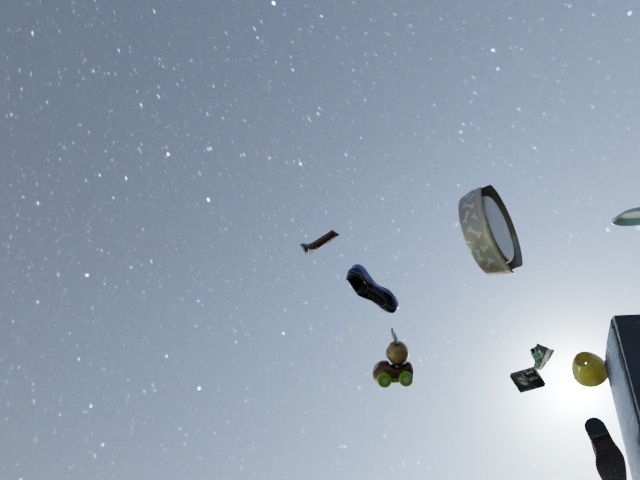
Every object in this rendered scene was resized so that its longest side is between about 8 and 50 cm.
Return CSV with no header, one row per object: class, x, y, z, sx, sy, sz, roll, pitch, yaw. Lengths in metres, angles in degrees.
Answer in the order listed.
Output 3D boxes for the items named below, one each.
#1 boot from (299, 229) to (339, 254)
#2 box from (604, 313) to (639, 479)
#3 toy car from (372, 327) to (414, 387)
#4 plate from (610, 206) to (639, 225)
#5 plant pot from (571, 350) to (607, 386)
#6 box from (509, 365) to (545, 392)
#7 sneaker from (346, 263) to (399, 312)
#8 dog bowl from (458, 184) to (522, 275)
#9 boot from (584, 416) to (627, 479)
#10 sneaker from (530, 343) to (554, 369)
boot,0.000,0.000,1.613,0.114,0.037,0.106,-30,-6,0
box,1.122,0.473,1.599,0.479,0.472,0.298,-5,-47,17
toy car,0.258,0.413,2.017,0.148,0.155,0.189,-3,-89,1
plate,1.058,-0.084,1.848,0.188,0.024,0.188,-2,-16,-1
plant pot,1.025,0.480,2.156,0.134,0.134,0.095,-37,-57,7
box,0.639,0.430,1.732,0.083,0.067,0.018,-29,9,35
sneaker,0.183,0.191,2.037,0.081,0.232,0.090,-47,0,34
dog bowl,0.608,-0.032,2.018,0.102,0.349,0.348,-22,-35,31
boot,0.833,0.632,1.618,0.082,0.219,0.106,-21,-48,22
sneaker,0.845,0.444,2.171,0.065,0.076,0.167,-47,-25,-25
